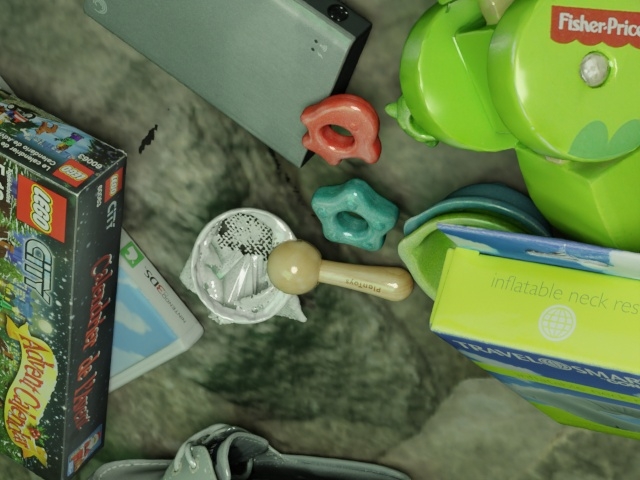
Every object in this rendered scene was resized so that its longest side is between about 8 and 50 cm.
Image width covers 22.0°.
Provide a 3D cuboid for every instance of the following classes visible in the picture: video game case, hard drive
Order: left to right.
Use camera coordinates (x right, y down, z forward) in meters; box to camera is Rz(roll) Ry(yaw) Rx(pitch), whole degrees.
[{"bbox_3d":[-0.189,0.017,0.968,0.193,0.023,0.212,52,136,-8],"label":"video game case"},{"bbox_3d":[-0.047,-0.104,0.763,0.135,0.022,0.094,36,143,9],"label":"hard drive"}]

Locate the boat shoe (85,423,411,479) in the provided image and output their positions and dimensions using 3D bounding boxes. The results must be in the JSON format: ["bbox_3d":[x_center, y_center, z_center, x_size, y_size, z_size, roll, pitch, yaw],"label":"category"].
[{"bbox_3d":[-0.042,0.141,0.921,0.227,0.079,0.081,6,116,28],"label":"boat shoe"}]

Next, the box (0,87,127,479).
[{"bbox_3d":[-0.190,0.016,0.917,0.159,0.044,0.233,28,135,18],"label":"box"}]

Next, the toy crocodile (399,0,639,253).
[{"bbox_3d":[0.065,-0.134,0.609,0.340,0.105,0.115,64,166,-12],"label":"toy crocodile"}]

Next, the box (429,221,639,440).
[{"bbox_3d":[0.122,0.047,0.672,0.109,0.042,0.178,9,166,32],"label":"box"}]

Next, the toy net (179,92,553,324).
[{"bbox_3d":[0.000,0.000,0.777,0.232,0.045,0.122,-17,127,40],"label":"toy net"}]
